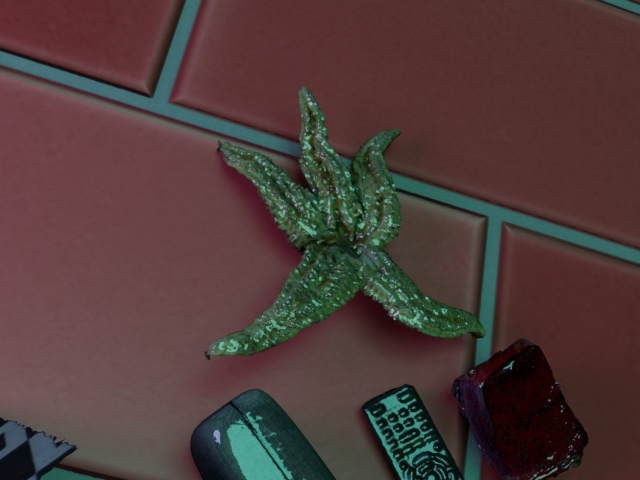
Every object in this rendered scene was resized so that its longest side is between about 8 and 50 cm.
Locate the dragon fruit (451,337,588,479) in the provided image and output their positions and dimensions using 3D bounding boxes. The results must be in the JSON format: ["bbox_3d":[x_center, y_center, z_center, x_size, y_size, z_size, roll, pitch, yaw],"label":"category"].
[{"bbox_3d":[0.185,0.165,0.858,0.102,0.096,0.147,-26,106,-16],"label":"dragon fruit"}]

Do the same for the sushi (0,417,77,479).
[{"bbox_3d":[-0.324,0.250,0.555,0.339,0.320,0.069,-41,110,-31],"label":"sushi"}]

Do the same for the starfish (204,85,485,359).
[{"bbox_3d":[-0.002,-0.020,0.886,0.301,0.084,0.294,-4,62,-23],"label":"starfish"}]

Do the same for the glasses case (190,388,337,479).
[{"bbox_3d":[0.006,0.273,0.714,0.074,0.131,0.323,-32,77,-25],"label":"glasses case"}]

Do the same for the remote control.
[{"bbox_3d":[0.117,0.253,0.821,0.063,0.025,0.245,-21,73,-24],"label":"remote control"}]
